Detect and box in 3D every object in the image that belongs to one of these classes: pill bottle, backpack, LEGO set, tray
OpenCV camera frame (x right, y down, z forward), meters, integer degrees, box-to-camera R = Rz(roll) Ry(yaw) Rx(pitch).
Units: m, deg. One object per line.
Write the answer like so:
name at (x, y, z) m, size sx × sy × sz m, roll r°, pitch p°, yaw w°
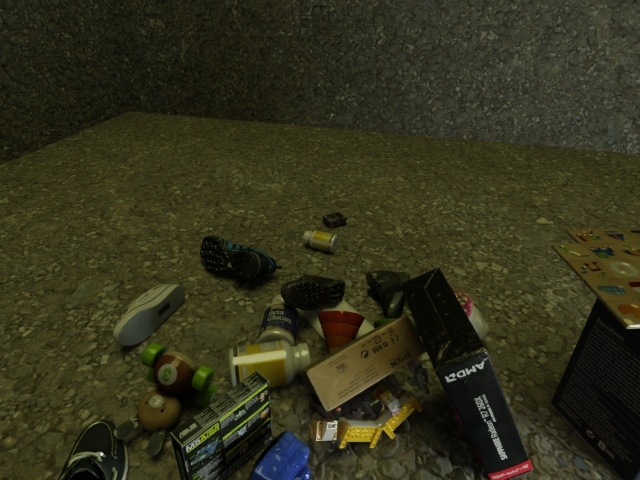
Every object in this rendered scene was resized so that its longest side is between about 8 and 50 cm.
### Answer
pill bottle at (0.000, 0.000, 1.552) m, size 0.116 × 0.065 × 0.065 m, roll 14°, pitch 33°, yaw 19°
backpack at (-0.070, 0.429, 0.810) m, size 0.101 × 0.098 × 0.120 m, roll 33°, pitch 30°, yaw 11°
pill bottle at (-0.119, 0.291, 1.026) m, size 0.184 × 0.103 × 0.103 m, roll -5°, pitch 32°, yaw -11°
LEGO set at (0.096, 0.350, 0.926) m, size 0.287 × 0.132 × 0.107 m, roll -20°, pitch 28°, yaw -20°
pill bottle at (-0.107, 0.220, 1.153) m, size 0.094 × 0.094 × 0.169 m, roll 2°, pitch 31°, yaw 1°
tray at (0.048, 0.218, 1.225) m, size 0.145 × 0.030 × 0.270 m, roll -19°, pitch 36°, yaw -28°

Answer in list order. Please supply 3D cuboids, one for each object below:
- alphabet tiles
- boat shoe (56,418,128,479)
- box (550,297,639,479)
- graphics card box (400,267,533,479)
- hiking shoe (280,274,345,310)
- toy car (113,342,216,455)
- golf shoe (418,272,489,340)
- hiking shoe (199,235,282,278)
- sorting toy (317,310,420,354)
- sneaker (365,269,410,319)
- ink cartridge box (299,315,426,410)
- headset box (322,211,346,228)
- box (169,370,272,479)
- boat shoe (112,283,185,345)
alphabet tiles at (0.588, 0.067, 0.743) m, size 0.285 × 0.011 × 0.342 m, roll -1°, pitch 31°, yaw -2°
boat shoe at (-0.416, 0.438, 0.783) m, size 0.114 × 0.091 × 0.302 m, roll -9°, pitch 32°, yaw -16°
box at (0.695, 0.236, 0.859) m, size 0.293 × 0.395 × 0.212 m, roll -10°, pitch 32°, yaw -17°
graphics card box at (0.280, 0.261, 0.843) m, size 0.094 × 0.371 × 0.233 m, roll -24°, pitch 31°, yaw 9°
hiking shoe at (-0.038, 0.142, 1.223) m, size 0.114 × 0.086 × 0.227 m, roll 8°, pitch 2°, yaw 44°
toy car at (-0.336, 0.341, 0.918) m, size 0.155 × 0.149 × 0.188 m, roll 20°, pitch 46°, yaw 11°
golf shoe at (0.352, 0.189, 1.230) m, size 0.140 × 0.115 × 0.306 m, roll 39°, pitch 4°, yaw -20°
hiking shoe at (-0.276, 0.064, 1.431) m, size 0.304 × 0.113 × 0.132 m, roll 19°, pitch 5°, yaw 38°
sorting toy at (0.168, 0.264, 1.087) m, size 0.365 × 0.127 × 0.126 m, roll 8°, pitch 67°, yaw -1°
sneaker at (0.185, 0.157, 1.281) m, size 0.130 × 0.087 × 0.227 m, roll 8°, pitch 28°, yaw 14°
ink cartridge box at (0.081, 0.257, 0.923) m, size 0.234 × 0.193 × 0.088 m, roll -27°, pitch 77°, yaw -13°
headset box at (0.052, -0.079, 1.717) m, size 0.083 × 0.032 × 0.062 m, roll -13°, pitch 34°, yaw -25°
box at (-0.175, 0.367, 0.818) m, size 0.045 × 0.184 × 0.190 m, roll 25°, pitch 40°, yaw 36°
boat shoe at (-0.481, 0.197, 1.199) m, size 0.084 × 0.095 × 0.258 m, roll 8°, pitch 21°, yaw 19°
